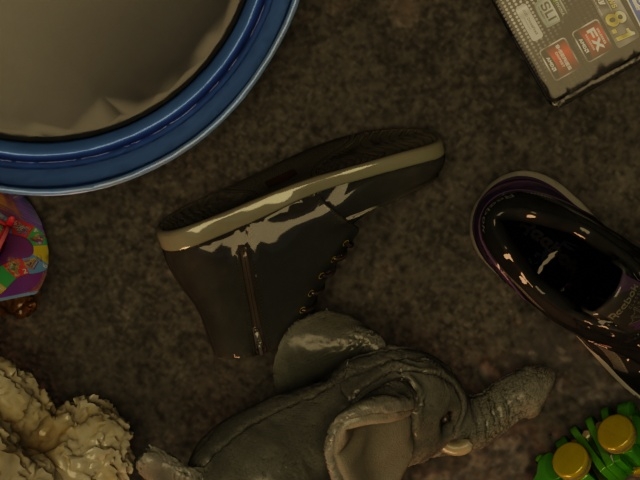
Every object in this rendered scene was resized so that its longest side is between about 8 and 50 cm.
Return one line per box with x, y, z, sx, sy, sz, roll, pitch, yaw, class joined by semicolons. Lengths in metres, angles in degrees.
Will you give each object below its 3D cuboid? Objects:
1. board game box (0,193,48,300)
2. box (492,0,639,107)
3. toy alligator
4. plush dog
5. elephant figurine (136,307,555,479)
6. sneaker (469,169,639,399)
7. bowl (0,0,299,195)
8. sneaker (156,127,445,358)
-0.271;-0.014;1.380;0.133;0.169;0.033;58;137;23;board game box
0.197;-0.264;1.374;0.216;0.060;0.270;-29;94;7;box
0.188;0.169;1.428;0.190;0.056;0.051;-34;48;13;toy alligator
-0.300;0.124;1.399;0.262;0.210;0.225;-27;67;4;plush dog
0.026;0.133;1.383;0.169;0.186;0.239;43;96;16;elephant figurine
0.228;0.058;1.373;0.283;0.124;0.107;32;97;0;sneaker
-0.204;-0.229;1.365;0.391;0.077;0.391;-1;101;-6;bowl
0.000;0.000;1.415;0.222;0.083;0.118;-21;110;2;sneaker
